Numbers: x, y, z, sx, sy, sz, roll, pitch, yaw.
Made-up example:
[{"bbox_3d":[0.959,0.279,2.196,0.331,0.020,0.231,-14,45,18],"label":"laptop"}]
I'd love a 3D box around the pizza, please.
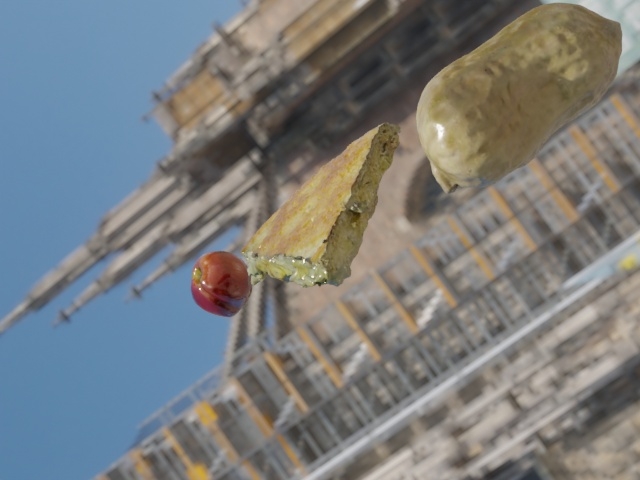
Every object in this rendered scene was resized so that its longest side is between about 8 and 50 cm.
[{"bbox_3d":[0.000,0.000,1.849,0.075,0.280,0.287,43,-160,-18],"label":"pizza"}]

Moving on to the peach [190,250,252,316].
[{"bbox_3d":[-0.146,0.064,2.276,0.101,0.101,0.100,44,-158,-23],"label":"peach"}]

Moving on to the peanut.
[{"bbox_3d":[0.217,-0.170,1.742,0.159,0.291,0.143,16,141,54],"label":"peanut"}]
